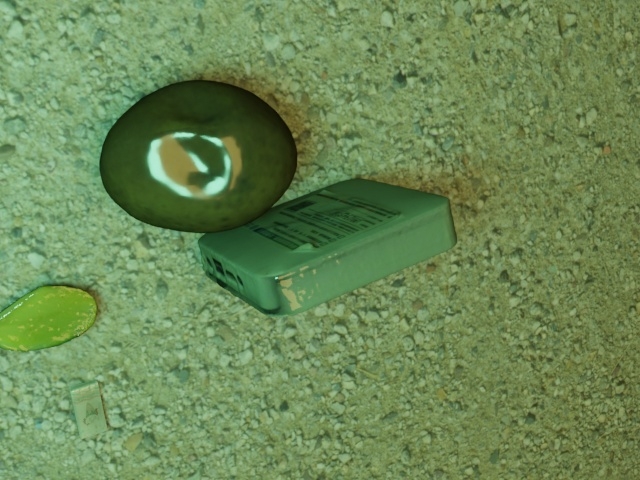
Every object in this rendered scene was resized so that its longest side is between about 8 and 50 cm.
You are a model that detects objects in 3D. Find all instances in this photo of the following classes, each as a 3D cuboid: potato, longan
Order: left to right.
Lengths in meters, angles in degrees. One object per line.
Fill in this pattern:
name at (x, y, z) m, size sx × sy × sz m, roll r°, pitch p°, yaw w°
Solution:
potato at (-0.512, 0.140, 1.436) m, size 0.198 × 0.054 × 0.119 m, roll -26°, pitch 114°, yaw -15°
longan at (-0.216, -0.146, 1.401) m, size 0.350 × 0.288 × 0.288 m, roll -6°, pitch 106°, yaw -15°

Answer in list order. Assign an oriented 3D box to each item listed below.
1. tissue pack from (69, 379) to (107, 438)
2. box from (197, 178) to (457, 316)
tissue pack at (-0.454, 0.330, 1.530) m, size 0.056 × 0.023 × 0.108 m, roll -15°, pitch 110°, yaw -24°
box at (0.000, 0.001, 1.469) m, size 0.397 × 0.396 × 0.111 m, roll -22°, pitch 108°, yaw -21°
